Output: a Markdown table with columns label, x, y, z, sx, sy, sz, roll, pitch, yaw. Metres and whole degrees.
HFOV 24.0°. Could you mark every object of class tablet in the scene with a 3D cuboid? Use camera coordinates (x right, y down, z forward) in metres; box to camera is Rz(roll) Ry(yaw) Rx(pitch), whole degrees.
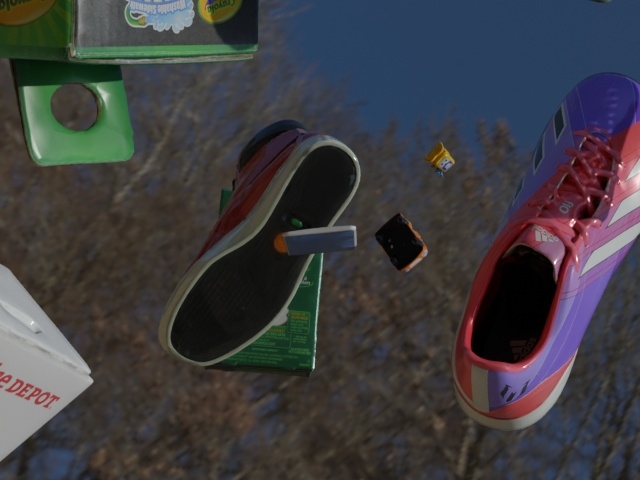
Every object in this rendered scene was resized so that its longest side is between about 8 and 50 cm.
| label | x | y | z | sx | sy | sz | roll | pitch | yaw |
| --- | --- | --- | --- | --- | --- | --- | --- | --- | --- |
| tablet | 0.000 | 0.000 | 1.129 | 0.054 | 0.083 | 0.006 | -6 | -101 | 1 |

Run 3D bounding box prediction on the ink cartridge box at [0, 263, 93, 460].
| label | x | y | z | sx | sy | sz | roll | pitch | yaw |
| --- | --- | --- | --- | --- | --- | --- | --- | --- | --- |
| ink cartridge box | -0.268 | 0.102 | 0.837 | 0.237 | 0.172 | 0.100 | -40 | -110 | -1 |

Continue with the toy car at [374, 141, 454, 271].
| label | x | y | z | sx | sy | sz | roll | pitch | yaw |
| --- | --- | --- | --- | --- | --- | --- | --- | --- | --- |
| toy car | 0.102 | -0.025 | 1.395 | 0.060 | 0.040 | 0.122 | 34 | -91 | 43 |

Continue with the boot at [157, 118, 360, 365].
| label | x | y | z | sx | sy | sz | roll | pitch | yaw |
| --- | --- | --- | --- | --- | --- | --- | --- | --- | --- |
| boot | -0.073 | -0.002 | 1.394 | 0.088 | 0.244 | 0.176 | 38 | -2 | -23 |

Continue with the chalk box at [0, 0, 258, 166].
| label | x | y | z | sx | sy | sz | roll | pitch | yaw |
| --- | --- | --- | --- | --- | --- | --- | --- | --- | --- |
| chalk box | -0.155 | -0.192 | 0.910 | 0.179 | 0.180 | 0.288 | 9 | -80 | 33 |

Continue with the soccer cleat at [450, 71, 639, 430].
| label | x | y | z | sx | sy | sz | roll | pitch | yaw |
| --- | --- | --- | --- | --- | --- | --- | --- | --- | --- |
| soccer cleat | 0.189 | -0.008 | 1.176 | 0.109 | 0.318 | 0.116 | 20 | -18 | 19 |

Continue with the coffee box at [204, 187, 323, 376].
| label | x | y | z | sx | sy | sz | roll | pitch | yaw |
| --- | --- | --- | --- | --- | --- | --- | --- | --- | --- |
| coffee box | -0.055 | 0.043 | 1.524 | 0.040 | 0.113 | 0.184 | 102 | -9 | -74 |

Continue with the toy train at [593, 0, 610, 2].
| label | x | y | z | sx | sy | sz | roll | pitch | yaw |
| --- | --- | --- | --- | --- | --- | --- | --- | --- | --- |
| toy train | 0.160 | -0.232 | 1.003 | 0.334 | 0.190 | 0.142 | 32 | -61 | 48 |
